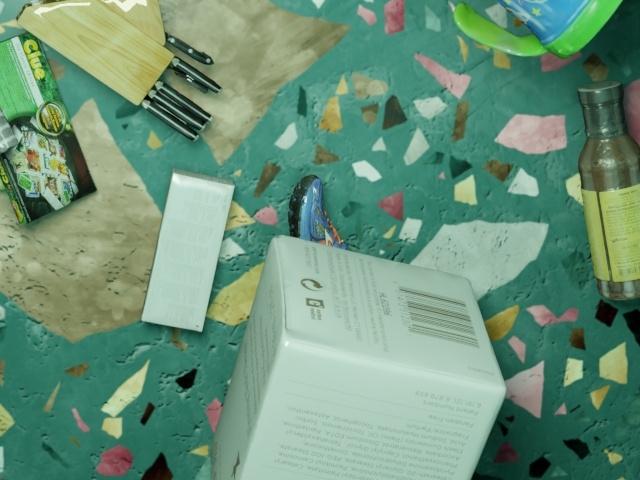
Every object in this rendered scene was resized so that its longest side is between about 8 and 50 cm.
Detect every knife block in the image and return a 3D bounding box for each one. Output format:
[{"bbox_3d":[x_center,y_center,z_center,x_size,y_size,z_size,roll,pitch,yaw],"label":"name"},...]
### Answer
[{"bbox_3d":[-0.292,-0.252,1.892,0.275,0.088,0.242,-12,105,-11],"label":"knife block"}]

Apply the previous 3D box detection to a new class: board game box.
[{"bbox_3d":[-0.435,-0.169,1.894,0.136,0.030,0.260,-29,107,-36],"label":"board game box"}]

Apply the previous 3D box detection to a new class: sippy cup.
[{"bbox_3d":[0.289,-0.394,1.672,0.224,0.240,0.305,31,99,-8],"label":"sippy cup"}]

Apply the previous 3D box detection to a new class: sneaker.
[{"bbox_3d":[0.000,0.000,2.012,0.087,0.083,0.221,-10,113,-13],"label":"sneaker"}]

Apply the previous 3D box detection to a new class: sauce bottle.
[{"bbox_3d":[0.473,-0.081,2.039,0.111,0.111,0.344,-12,105,-6],"label":"sauce bottle"}]

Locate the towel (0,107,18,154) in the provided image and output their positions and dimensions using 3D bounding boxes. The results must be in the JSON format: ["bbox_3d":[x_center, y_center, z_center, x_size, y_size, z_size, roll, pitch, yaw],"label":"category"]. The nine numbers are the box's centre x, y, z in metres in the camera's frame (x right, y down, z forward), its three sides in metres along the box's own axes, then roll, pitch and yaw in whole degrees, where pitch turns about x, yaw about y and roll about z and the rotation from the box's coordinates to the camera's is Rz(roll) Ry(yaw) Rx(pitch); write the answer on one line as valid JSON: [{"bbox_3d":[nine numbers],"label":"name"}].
[{"bbox_3d":[-0.596,-0.171,1.806,0.283,0.121,0.235,-24,99,21],"label":"towel"}]

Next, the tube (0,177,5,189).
[{"bbox_3d":[-0.578,-0.097,1.911,0.240,0.070,0.062,-4,144,-2],"label":"tube"}]

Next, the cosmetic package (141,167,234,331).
[{"bbox_3d":[-0.207,0.015,1.986,0.099,0.060,0.239,12,100,-9],"label":"cosmetic package"}]

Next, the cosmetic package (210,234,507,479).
[{"bbox_3d":[0.039,0.261,1.900,0.327,0.329,0.394,13,114,-11],"label":"cosmetic package"}]
